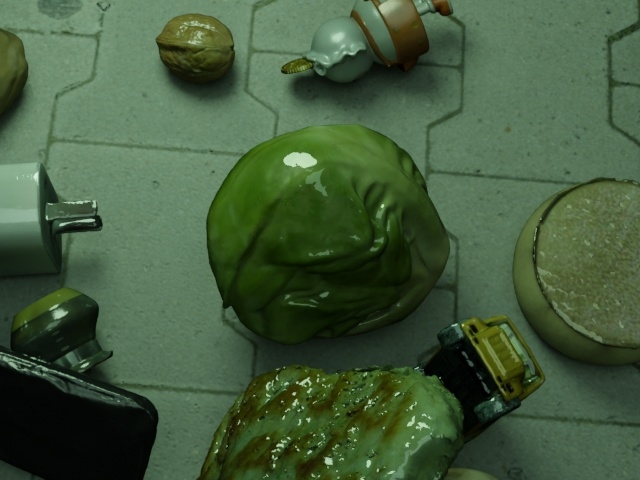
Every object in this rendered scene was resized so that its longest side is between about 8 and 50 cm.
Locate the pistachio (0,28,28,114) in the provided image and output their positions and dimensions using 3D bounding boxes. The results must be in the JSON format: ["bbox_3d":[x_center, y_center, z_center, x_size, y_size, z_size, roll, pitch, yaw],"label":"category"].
[{"bbox_3d":[-0.525,-0.222,1.632,0.226,0.136,0.136,-43,78,-8],"label":"pistachio"}]

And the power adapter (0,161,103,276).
[{"bbox_3d":[-0.431,-0.024,1.530,0.255,0.187,0.124,-3,72,-5],"label":"power adapter"}]

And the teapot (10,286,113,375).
[{"bbox_3d":[-0.368,0.143,1.515,0.166,0.130,0.119,-30,90,-2],"label":"teapot"}]

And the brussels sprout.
[{"bbox_3d":[0.000,0.000,1.492,0.328,0.328,0.247,-6,50,-6],"label":"brussels sprout"}]

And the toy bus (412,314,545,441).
[{"bbox_3d":[0.195,0.184,1.420,0.123,0.335,0.121,-24,74,-16],"label":"toy bus"}]

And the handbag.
[{"bbox_3d":[-0.373,0.226,1.458,0.332,0.191,0.075,22,36,5],"label":"handbag"}]

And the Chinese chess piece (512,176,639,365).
[{"bbox_3d":[0.411,0.045,1.598,0.270,0.112,0.270,1,72,-4],"label":"Chinese chess piece"}]

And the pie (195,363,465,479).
[{"bbox_3d":[-0.013,0.317,1.319,0.180,0.418,0.395,33,70,-21],"label":"pie"}]

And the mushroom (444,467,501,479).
[{"bbox_3d":[0.139,0.398,1.428,0.260,0.234,0.254,16,102,-37],"label":"mushroom"}]

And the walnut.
[{"bbox_3d":[-0.190,-0.292,1.685,0.124,0.105,0.105,8,71,4],"label":"walnut"}]

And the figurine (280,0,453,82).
[{"bbox_3d":[0.068,-0.315,1.689,0.271,0.143,0.143,-11,72,-9],"label":"figurine"}]
